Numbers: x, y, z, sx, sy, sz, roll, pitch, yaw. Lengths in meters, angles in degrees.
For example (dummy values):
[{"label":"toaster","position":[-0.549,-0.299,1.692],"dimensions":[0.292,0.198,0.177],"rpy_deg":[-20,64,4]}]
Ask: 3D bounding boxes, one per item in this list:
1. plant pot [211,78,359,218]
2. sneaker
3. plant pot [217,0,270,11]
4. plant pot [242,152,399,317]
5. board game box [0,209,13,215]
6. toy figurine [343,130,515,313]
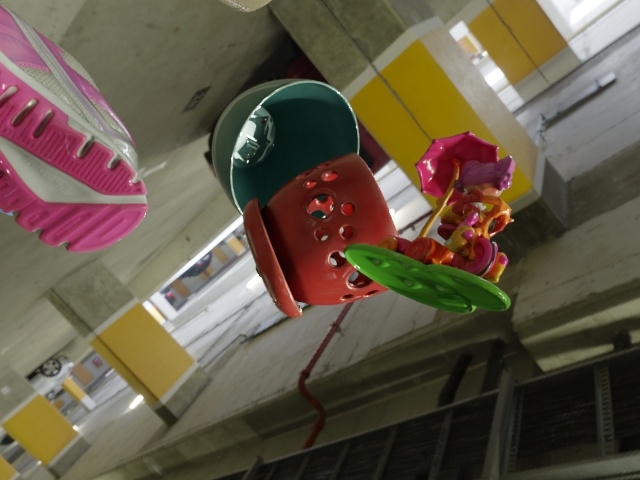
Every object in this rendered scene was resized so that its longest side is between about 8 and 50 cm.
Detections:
[{"label":"plant pot","position":[-0.096,-0.182,0.941],"dimensions":[0.290,0.290,0.195],"rpy_deg":[-42,-134,-15]},{"label":"sneaker","position":[-0.223,-0.105,0.318],"dimensions":[0.103,0.252,0.111],"rpy_deg":[-34,-148,5]},{"label":"plant pot","position":[-0.166,-0.391,0.451],"dimensions":[0.274,0.256,0.256],"rpy_deg":[0,157,-40]},{"label":"plant pot","position":[0.000,0.000,0.646],"dimensions":[0.174,0.191,0.191],"rpy_deg":[-22,-173,-1]},{"label":"board game box","position":[-0.356,-0.101,0.598],"dimensions":[0.133,0.168,0.033],"rpy_deg":[-13,-136,-13]},{"label":"toy figurine","position":[0.124,-0.029,0.442],"dimensions":[0.173,0.130,0.159],"rpy_deg":[2,-118,63]}]
